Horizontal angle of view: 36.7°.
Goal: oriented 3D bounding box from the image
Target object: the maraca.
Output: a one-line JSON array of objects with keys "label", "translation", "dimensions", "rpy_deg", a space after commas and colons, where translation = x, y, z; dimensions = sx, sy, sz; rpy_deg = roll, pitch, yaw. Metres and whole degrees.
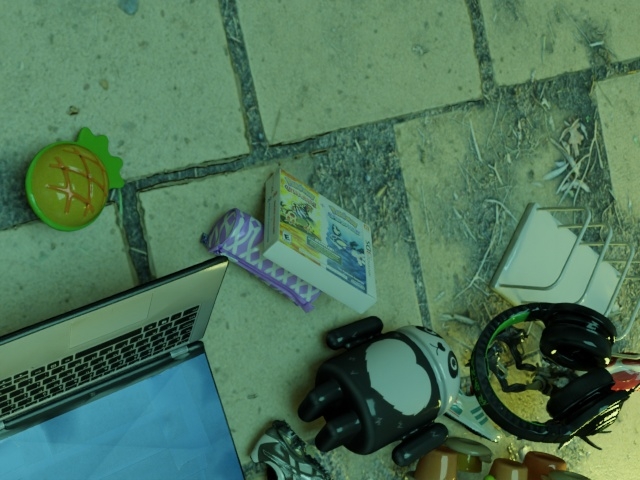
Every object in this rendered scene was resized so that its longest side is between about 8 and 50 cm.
[{"label": "maraca", "translation": [-0.354, -0.089, 1.399], "dimensions": [0.127, 0.099, 0.185], "rpy_deg": [62, 39, -21]}]

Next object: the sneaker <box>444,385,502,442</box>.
[{"label": "sneaker", "translation": [0.286, 0.313, 1.777], "dimensions": [0.161, 0.057, 0.075], "rpy_deg": [33, 80, -23]}]

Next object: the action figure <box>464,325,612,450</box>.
[{"label": "action figure", "translation": [0.407, 0.287, 1.796], "dimensions": [0.275, 0.141, 0.164], "rpy_deg": [46, 59, 0]}]

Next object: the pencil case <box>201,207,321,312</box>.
[{"label": "pencil case", "translation": [-0.086, 0.029, 1.549], "dimensions": [0.206, 0.086, 0.088], "rpy_deg": [31, 41, -24]}]

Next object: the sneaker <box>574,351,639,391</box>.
[{"label": "sneaker", "translation": [0.603, 0.300, 1.952], "dimensions": [0.221, 0.087, 0.128], "rpy_deg": [-1, 99, -17]}]

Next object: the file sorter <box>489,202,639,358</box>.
[{"label": "file sorter", "translation": [0.505, 0.079, 1.833], "dimensions": [0.278, 0.173, 0.192], "rpy_deg": [35, 73, -24]}]

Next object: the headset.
[{"label": "headset", "translation": [0.457, 0.241, 1.703], "dimensions": [0.395, 0.185, 0.243], "rpy_deg": [0, 62, -3]}]

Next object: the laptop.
[{"label": "laptop", "translation": [-0.282, 0.270, 1.367], "dimensions": [0.382, 0.408, 0.236], "rpy_deg": [-21, 67, -28]}]

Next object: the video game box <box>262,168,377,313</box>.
[{"label": "video game box", "translation": [0.000, 0.000, 1.560], "dimensions": [0.205, 0.048, 0.187], "rpy_deg": [32, 31, -26]}]

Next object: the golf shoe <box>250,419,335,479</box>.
[{"label": "golf shoe", "translation": [-0.039, 0.392, 1.595], "dimensions": [0.094, 0.077, 0.198], "rpy_deg": [-41, 102, -11]}]

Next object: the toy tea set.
[{"label": "toy tea set", "translation": [0.311, 0.439, 1.707], "dimensions": [0.336, 0.200, 0.124], "rpy_deg": [11, 93, -2]}]

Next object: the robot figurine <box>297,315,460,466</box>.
[{"label": "robot figurine", "translation": [0.104, 0.248, 1.607], "dimensions": [0.278, 0.174, 0.209], "rpy_deg": [-21, 108, -27]}]
